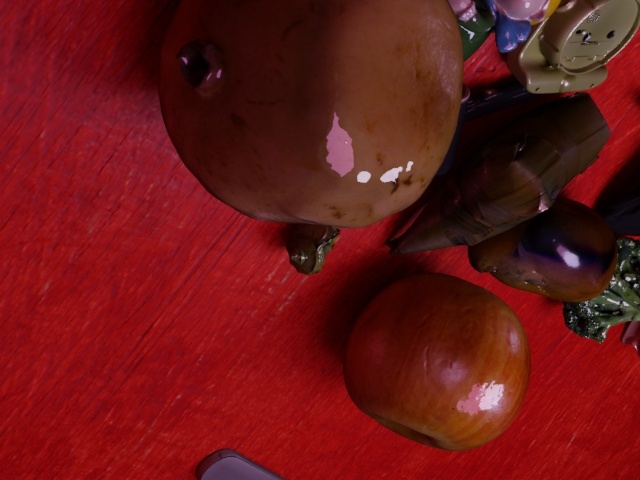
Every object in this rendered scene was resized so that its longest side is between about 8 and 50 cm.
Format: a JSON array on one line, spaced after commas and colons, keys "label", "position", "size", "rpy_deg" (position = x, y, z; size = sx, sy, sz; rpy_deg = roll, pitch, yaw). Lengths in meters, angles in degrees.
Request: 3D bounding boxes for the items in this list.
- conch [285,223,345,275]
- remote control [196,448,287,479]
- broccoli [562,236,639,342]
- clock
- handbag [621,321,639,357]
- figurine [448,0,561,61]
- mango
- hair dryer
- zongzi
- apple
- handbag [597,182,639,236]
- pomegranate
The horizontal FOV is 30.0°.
[{"label": "conch", "position": [0.000, 0.000, 1.621], "size": [0.121, 0.074, 0.089], "rpy_deg": [-29, 179, -45]}, {"label": "remote control", "position": [-0.118, 0.398, 1.940], "size": [0.077, 0.022, 0.245], "rpy_deg": [-45, 141, 3]}, {"label": "broccoli", "position": [0.492, 0.081, 2.029], "size": [0.195, 0.156, 0.195], "rpy_deg": [-50, 149, -45]}, {"label": "clock", "position": [0.362, -0.300, 1.599], "size": [0.170, 0.069, 0.232], "rpy_deg": [-9, 143, -35]}, {"label": "handbag", "position": [0.687, 0.134, 2.294], "size": [0.212, 0.059, 0.157], "rpy_deg": [-18, 137, -27]}, {"label": "figurine", "position": [0.208, -0.322, 1.464], "size": [0.234, 0.127, 0.185], "rpy_deg": [-28, 132, 2]}, {"label": "mango", "position": [0.353, 0.013, 1.816], "size": [0.152, 0.201, 0.287], "rpy_deg": [-55, 156, 17]}, {"label": "hair dryer", "position": [0.231, -0.177, 1.654], "size": [0.255, 0.070, 0.128], "rpy_deg": [-18, 136, -31]}, {"label": "zongzi", "position": [0.257, -0.087, 1.732], "size": [0.260, 0.123, 0.289], "rpy_deg": [-39, -175, -42]}, {"label": "apple", "position": [0.174, 0.180, 1.771], "size": [0.286, 0.286, 0.233], "rpy_deg": [42, 67, -50]}, {"label": "handbag", "position": [0.619, -0.084, 1.927], "size": [0.192, 0.075, 0.332], "rpy_deg": [10, 153, -42]}, {"label": "pomegranate", "position": [-0.011, -0.171, 1.277], "size": [0.332, 0.332, 0.332], "rpy_deg": [-21, 137, -21]}]
